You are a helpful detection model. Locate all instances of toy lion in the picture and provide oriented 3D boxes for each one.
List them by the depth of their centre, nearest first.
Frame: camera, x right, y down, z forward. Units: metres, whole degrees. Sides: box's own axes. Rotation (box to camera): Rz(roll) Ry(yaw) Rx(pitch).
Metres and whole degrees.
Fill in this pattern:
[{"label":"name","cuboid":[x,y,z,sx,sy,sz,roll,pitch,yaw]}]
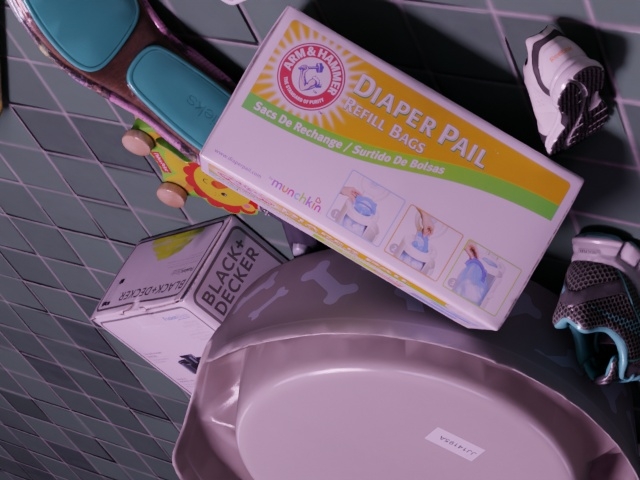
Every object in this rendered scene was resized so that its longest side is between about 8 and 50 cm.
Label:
[{"label":"toy lion","cuboid":[-0.084,-0.055,1.247,0.096,0.034,0.100,5,146,29]}]

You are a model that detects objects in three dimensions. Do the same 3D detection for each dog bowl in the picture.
[{"label":"dog bowl","cuboid":[0.067,0.137,1.229,0.348,0.102,0.349,9,141,8]}]

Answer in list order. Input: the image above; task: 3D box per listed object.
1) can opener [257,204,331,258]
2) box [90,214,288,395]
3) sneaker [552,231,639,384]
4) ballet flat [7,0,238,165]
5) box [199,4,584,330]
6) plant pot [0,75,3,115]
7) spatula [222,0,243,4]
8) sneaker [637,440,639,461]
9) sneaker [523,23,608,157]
[{"label":"can opener","cuboid":[0.000,0.000,1.221,0.073,0.059,0.186,21,153,18]},{"label":"box","cuboid":[-0.030,0.107,1.423,0.290,0.087,0.169,39,154,-21]},{"label":"sneaker","cuboid":[0.199,0.069,1.117,0.065,0.076,0.166,2,144,46]},{"label":"ballet flat","cuboid":[-0.133,-0.128,1.122,0.221,0.077,0.079,40,173,-23]},{"label":"box","cuboid":[0.037,-0.040,1.019,0.203,0.103,0.114,31,176,-1]},{"label":"plant pot","cuboid":[-0.375,-0.128,1.234,0.187,0.212,0.212,39,157,10]},{"label":"spatula","cuboid":[-0.036,-0.195,0.941,0.168,0.019,0.242,40,153,-24]},{"label":"sneaker","cuboid":[0.306,0.224,1.254,0.275,0.110,0.107,13,150,34]},{"label":"sneaker","cuboid":[0.136,-0.084,0.954,0.044,0.040,0.109,54,170,22]}]
